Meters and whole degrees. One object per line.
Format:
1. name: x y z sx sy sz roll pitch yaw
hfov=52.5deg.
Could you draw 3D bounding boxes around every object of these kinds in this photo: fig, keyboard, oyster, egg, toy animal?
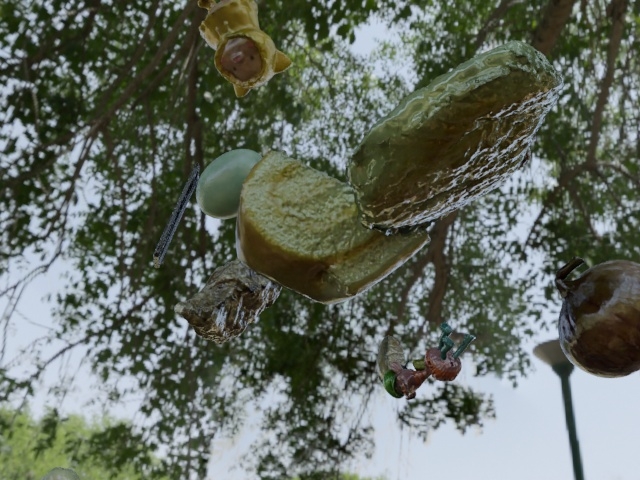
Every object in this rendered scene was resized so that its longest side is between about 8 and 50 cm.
1. fig: 0.565 0.149 1.272 0.215 0.235 0.235 4 -33 11
2. keyboard: -0.326 -0.058 1.476 0.017 0.250 0.087 20 -24 -5
3. oyster: -0.211 0.169 1.641 0.111 0.396 0.204 11 -63 33
4. egg: -0.253 -0.162 1.858 0.231 0.168 0.168 -45 -50 3
5. toy animal: 0.209 0.232 1.243 0.100 0.103 0.208 40 -50 5
6. toy animal: -0.178 -0.436 1.402 0.156 0.156 0.229 -26 -89 43

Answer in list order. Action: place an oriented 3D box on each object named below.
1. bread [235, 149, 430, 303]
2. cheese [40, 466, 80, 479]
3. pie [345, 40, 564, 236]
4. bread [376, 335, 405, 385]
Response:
1. bread: 0.005 0.008 1.409 0.395 0.264 0.239 29 -11 9
2. cheese: -0.210 0.332 0.613 0.235 0.050 0.127 32 -49 45
3. pie: 0.215 -0.170 1.132 0.395 0.180 0.418 -30 -17 0
4. bread: 0.157 0.281 1.480 0.073 0.214 0.053 42 -73 -7
